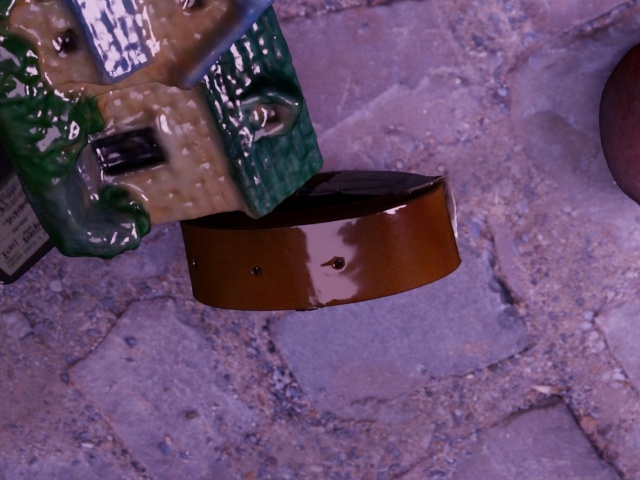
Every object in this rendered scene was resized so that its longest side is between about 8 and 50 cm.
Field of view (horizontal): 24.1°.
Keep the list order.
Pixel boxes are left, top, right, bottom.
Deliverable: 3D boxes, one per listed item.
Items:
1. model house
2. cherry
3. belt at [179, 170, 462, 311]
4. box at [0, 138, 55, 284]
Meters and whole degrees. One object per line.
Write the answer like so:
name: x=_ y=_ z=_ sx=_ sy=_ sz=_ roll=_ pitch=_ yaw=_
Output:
model house: x=-0.160 y=-0.206 z=1.645 sx=0.342 sy=0.335 sz=0.382 roll=-10 pitch=122 yaw=9
cherry: x=0.428 y=-0.120 z=1.717 sx=0.206 sy=0.239 sz=0.239 roll=-7 pitch=113 yaw=6
belt: x=0.000 y=0.000 z=1.829 sx=0.338 sy=0.217 sz=0.122 roll=-6 pitch=108 yaw=13
box: x=-0.358 y=-0.114 z=1.901 sx=0.350 sy=0.058 sz=0.211 roll=-39 pitch=106 yaw=20
